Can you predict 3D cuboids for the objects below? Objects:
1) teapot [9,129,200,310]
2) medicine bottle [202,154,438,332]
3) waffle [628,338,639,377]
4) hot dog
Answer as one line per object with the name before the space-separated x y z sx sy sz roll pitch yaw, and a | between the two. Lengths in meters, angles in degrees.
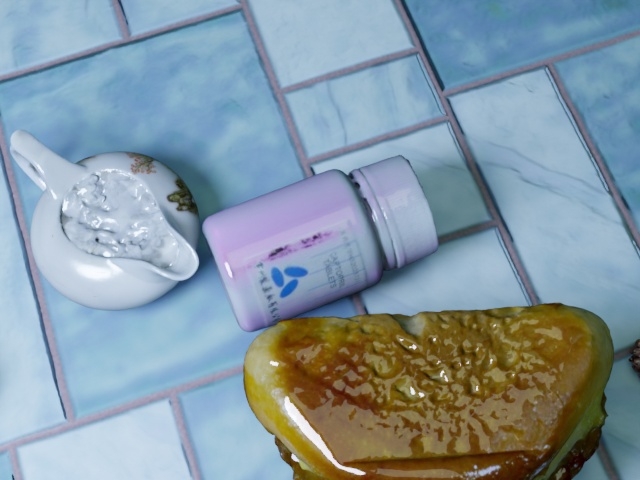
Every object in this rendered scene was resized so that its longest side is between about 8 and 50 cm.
teapot | -0.259 -0.023 1.380 0.298 0.139 0.204 30 72 15
medicine bottle | 0.000 0.000 1.349 0.255 0.152 0.152 -20 66 -7
waffle | 0.403 0.142 1.328 0.075 0.029 0.083 -43 73 -13
hot dog | 0.121 0.197 1.230 0.405 0.185 0.223 -4 63 1
